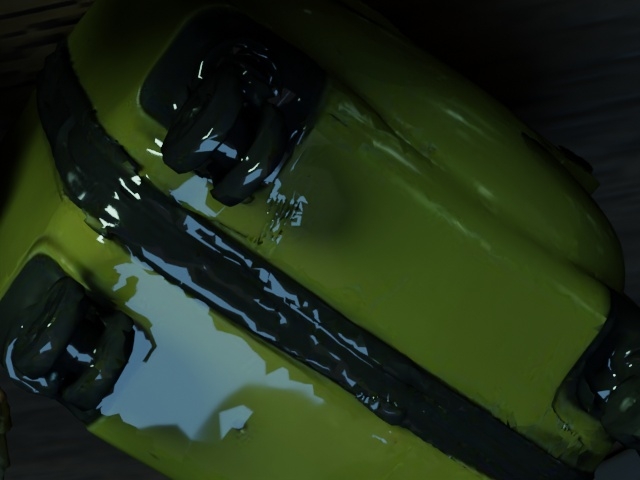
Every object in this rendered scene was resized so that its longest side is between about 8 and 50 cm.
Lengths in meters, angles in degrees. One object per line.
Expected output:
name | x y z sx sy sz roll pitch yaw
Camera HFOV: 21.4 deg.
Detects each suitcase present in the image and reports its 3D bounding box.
suitcase | 0.000 0.000 0.544 0.194 0.235 0.143 33 98 -20

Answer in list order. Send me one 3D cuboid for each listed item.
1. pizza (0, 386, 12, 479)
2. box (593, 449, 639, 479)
pizza | -0.182 -0.029 0.548 0.071 0.189 0.297 -25 126 -28
box | 0.247 0.174 0.725 0.194 0.111 0.260 -32 120 27
